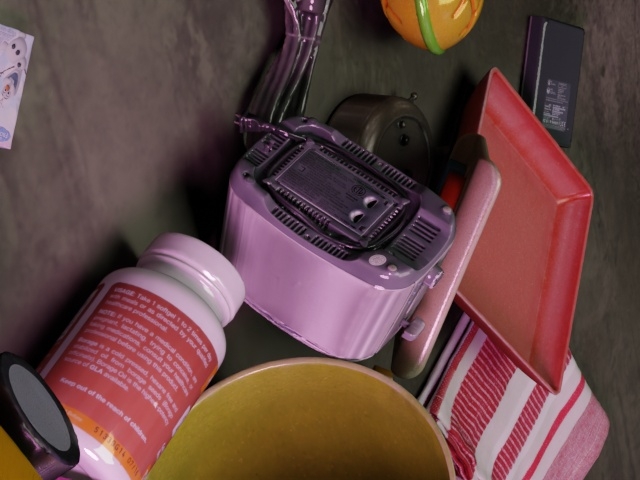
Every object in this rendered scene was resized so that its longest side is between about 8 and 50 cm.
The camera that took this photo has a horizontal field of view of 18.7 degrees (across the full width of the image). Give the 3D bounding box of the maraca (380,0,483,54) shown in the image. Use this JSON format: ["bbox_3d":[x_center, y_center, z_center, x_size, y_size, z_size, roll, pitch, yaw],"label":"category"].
[{"bbox_3d":[0.111,-0.246,1.876,0.186,0.099,0.127,-53,139,-70],"label":"maraca"}]

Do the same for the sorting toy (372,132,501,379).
[{"bbox_3d":[0.087,0.050,1.823,0.229,0.041,0.307,-92,-156,-79],"label":"sorting toy"}]

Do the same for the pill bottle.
[{"bbox_3d":[-0.152,0.101,1.562,0.216,0.121,0.121,-56,136,-30],"label":"pill bottle"}]

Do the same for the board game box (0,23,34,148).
[{"bbox_3d":[-0.260,-0.122,1.460,0.090,0.020,0.090,18,82,-53],"label":"board game box"}]

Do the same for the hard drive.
[{"bbox_3d":[0.253,-0.173,2.137,0.094,0.022,0.135,6,92,-53],"label":"hard drive"}]

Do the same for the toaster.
[{"bbox_3d":[0.000,0.000,1.683,0.129,0.227,0.146,-46,162,-40],"label":"toaster"}]

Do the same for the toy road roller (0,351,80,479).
[{"bbox_3d":[-0.309,0.140,1.230,0.241,0.202,0.329,54,10,-17],"label":"toy road roller"}]

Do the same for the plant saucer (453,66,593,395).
[{"bbox_3d":[0.197,-0.005,2.035,0.258,0.047,0.259,44,49,-45],"label":"plant saucer"}]

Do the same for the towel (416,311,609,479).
[{"bbox_3d":[0.222,0.194,2.153,0.237,0.037,0.329,-60,138,-29],"label":"towel"}]

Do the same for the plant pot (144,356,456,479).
[{"bbox_3d":[0.004,0.293,1.726,0.275,0.274,0.293,-62,156,-25],"label":"plant pot"}]

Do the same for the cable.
[{"bbox_3d":[-0.025,-0.211,1.756,0.139,0.072,0.287,-21,126,-68],"label":"cable"}]

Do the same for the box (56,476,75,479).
[{"bbox_3d":[-0.228,0.337,1.508,0.213,0.117,0.243,-50,132,-36],"label":"box"}]

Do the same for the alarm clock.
[{"bbox_3d":[0.046,-0.069,1.850,0.192,0.064,0.129,-22,114,-46],"label":"alarm clock"}]
